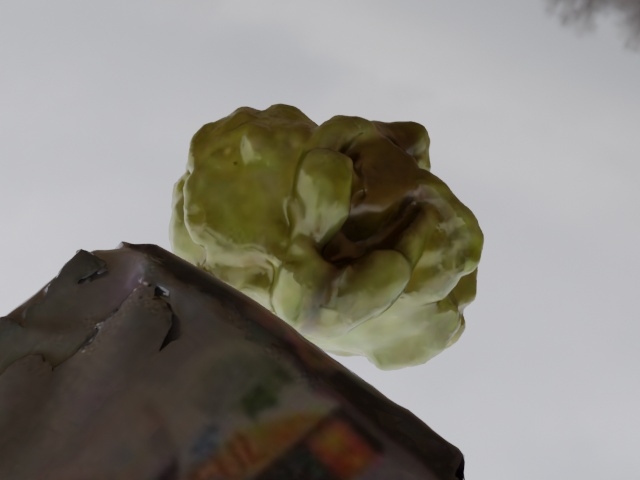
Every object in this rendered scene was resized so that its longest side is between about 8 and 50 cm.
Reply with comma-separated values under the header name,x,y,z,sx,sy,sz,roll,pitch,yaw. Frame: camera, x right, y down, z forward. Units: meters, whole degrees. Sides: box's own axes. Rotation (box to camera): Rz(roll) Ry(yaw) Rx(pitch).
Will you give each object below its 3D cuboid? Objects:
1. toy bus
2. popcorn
name,x,y,z,sx,sy,sz,roll,pitch,yaw
toy bus,-0.040,0.135,0.467,0.112,0.317,0.138,-38,-114,-25
popcorn,0.000,0.000,1.229,0.256,0.195,0.255,35,159,-21
